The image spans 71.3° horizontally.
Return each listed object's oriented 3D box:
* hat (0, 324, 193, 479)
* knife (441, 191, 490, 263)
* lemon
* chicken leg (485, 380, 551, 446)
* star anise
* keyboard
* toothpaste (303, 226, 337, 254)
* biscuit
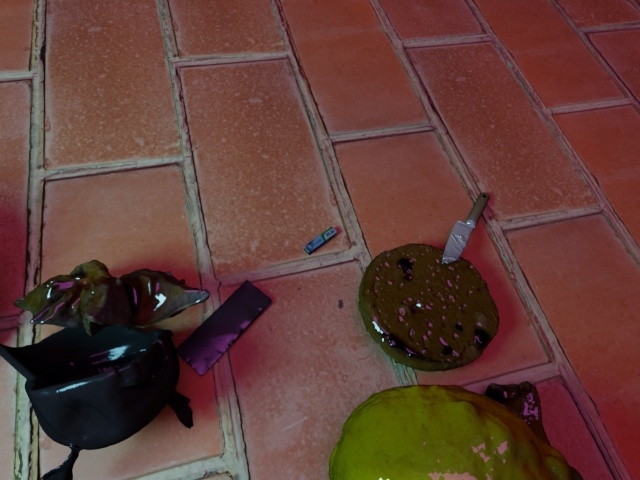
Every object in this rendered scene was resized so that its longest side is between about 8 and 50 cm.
[{"bbox_3d":[-0.366,0.252,0.728,0.336,0.209,0.238,3,12,31],"label":"hat"},{"bbox_3d":[0.328,-0.032,1.013,0.047,0.017,0.298,30,49,11],"label":"knife"},{"bbox_3d":[0.173,0.347,0.650,0.316,0.285,0.285,7,47,49],"label":"lemon"},{"bbox_3d":[0.369,0.399,0.700,0.140,0.211,0.361,20,57,-33],"label":"chicken leg"},{"bbox_3d":[-0.353,0.090,0.751,0.292,0.349,0.109,6,87,-24],"label":"star anise"},{"bbox_3d":[-0.185,0.166,0.870,0.074,0.015,0.196,35,62,16],"label":"keyboard"},{"bbox_3d":[0.000,0.000,0.986,0.083,0.017,0.020,-36,70,-23],"label":"toothpaste"},{"bbox_3d":[0.213,0.130,0.904,0.295,0.075,0.296,8,55,-11],"label":"biscuit"}]
